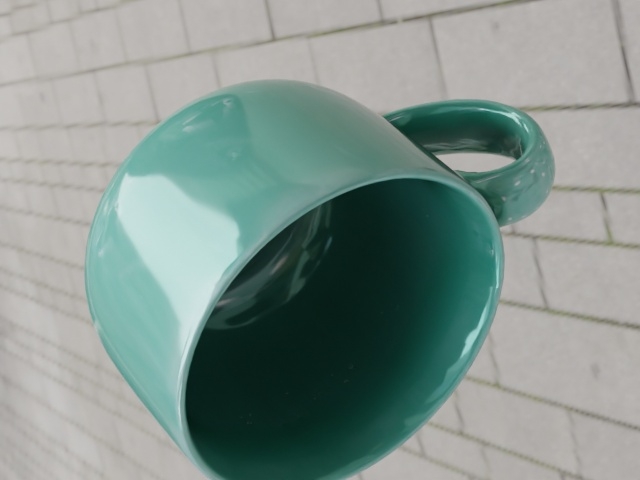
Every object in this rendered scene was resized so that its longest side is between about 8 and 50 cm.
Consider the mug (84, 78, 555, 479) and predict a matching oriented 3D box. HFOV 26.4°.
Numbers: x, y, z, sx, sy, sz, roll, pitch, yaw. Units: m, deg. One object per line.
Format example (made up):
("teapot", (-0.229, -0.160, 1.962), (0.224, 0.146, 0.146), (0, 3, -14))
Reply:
("mug", (-0.005, 0.008, 0.485), (0.097, 0.157, 0.129), (41, 127, 42))
